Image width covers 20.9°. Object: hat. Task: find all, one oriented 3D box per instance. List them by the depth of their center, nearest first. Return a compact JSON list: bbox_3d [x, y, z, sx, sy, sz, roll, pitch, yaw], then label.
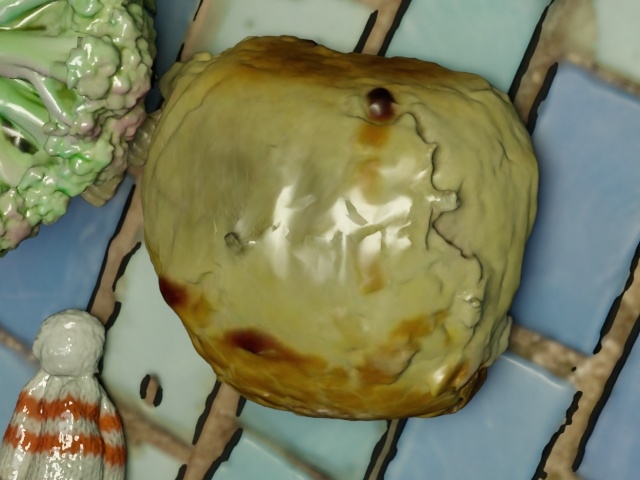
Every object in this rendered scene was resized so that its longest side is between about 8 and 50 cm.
[{"bbox_3d":[-0.178,0.128,1.210,0.112,0.093,0.162,9,86,8],"label":"hat"}]

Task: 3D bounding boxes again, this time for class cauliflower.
[{"bbox_3d":[-0.234,-0.130,1.062,0.315,0.256,0.239,8,116,-27],"label":"cauliflower"}]

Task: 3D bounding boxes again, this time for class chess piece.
[{"bbox_3d":[-0.127,-0.064,1.167,0.092,0.035,0.035,-39,86,19],"label":"chess piece"}]

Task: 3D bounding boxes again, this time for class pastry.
[{"bbox_3d":[-0.008,0.005,1.064,0.256,0.170,0.237,13,105,20],"label":"pastry"}]
